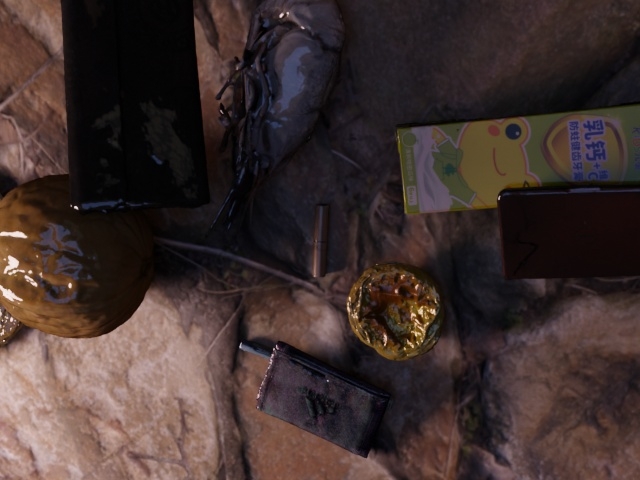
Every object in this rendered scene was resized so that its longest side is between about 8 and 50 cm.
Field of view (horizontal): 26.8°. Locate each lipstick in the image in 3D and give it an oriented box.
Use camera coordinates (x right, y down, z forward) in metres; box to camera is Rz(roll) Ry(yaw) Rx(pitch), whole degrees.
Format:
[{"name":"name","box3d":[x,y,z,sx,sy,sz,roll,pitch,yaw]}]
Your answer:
[{"name":"lipstick","box3d":[0.000,0.000,1.735,0.019,0.019,0.094,4,98,14]}]

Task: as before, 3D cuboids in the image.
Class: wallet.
[{"name":"wallet","box3d":[-0.232,-0.190,1.669,0.170,0.044,0.321,-2,74,-15]},{"name":"wallet","box3d":[0.002,0.207,1.747,0.165,0.030,0.111,24,124,10]}]

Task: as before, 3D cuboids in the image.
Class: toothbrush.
[{"name":"toothbrush","box3d":[-0.006,0.175,1.763,0.219,0.016,0.019,21,111,10]}]

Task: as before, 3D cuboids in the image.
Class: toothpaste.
[{"name":"toothpaste","box3d":[0.255,-0.101,1.628,0.327,0.077,0.110,-4,96,15]}]

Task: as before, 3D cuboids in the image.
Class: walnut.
[{"name":"walnut","box3d":[-0.325,0.020,1.722,0.227,0.228,0.228,2,98,14]}]

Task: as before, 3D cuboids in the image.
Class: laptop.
[{"name":"laptop","box3d":[0.318,-0.011,1.604,0.207,0.026,0.154,-2,133,11]}]

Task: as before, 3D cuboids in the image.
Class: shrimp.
[{"name":"shrimp","box3d":[-0.072,-0.162,1.683,0.145,0.116,0.343,22,95,11]}]

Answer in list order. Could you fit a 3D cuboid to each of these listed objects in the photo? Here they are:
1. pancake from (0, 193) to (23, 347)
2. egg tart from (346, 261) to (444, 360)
[{"name":"pancake","box3d":[-0.523,0.037,1.857,0.282,0.049,0.283,2,98,13]},{"name":"egg tart","box3d":[0.096,0.088,1.706,0.130,0.052,0.130,2,98,12]}]
